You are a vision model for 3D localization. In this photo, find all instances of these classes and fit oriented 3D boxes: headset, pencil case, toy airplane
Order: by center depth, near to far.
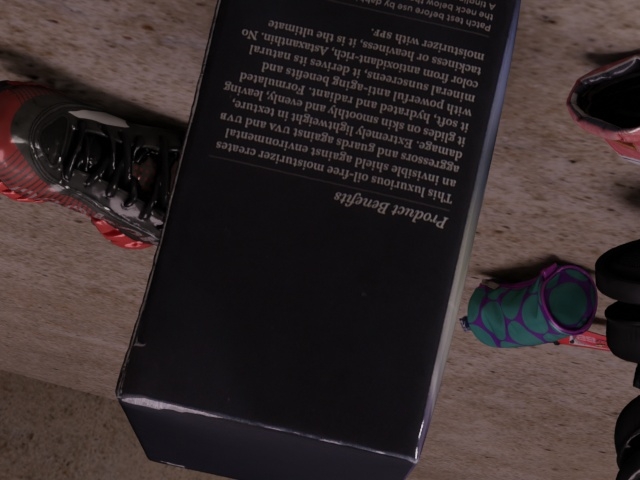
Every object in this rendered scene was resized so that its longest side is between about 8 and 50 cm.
[{"bbox_3d":[0.303,0.101,1.423,0.185,0.243,0.394,-6,169,8],"label":"headset"},{"bbox_3d":[0.190,0.060,1.757,0.070,0.064,0.152,60,155,-6],"label":"pencil case"},{"bbox_3d":[0.226,0.079,1.879,0.151,0.028,0.151,12,166,3],"label":"toy airplane"}]

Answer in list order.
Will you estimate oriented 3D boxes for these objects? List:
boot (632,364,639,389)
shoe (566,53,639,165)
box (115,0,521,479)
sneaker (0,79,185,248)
[{"bbox_3d":[0.396,0.126,1.745,0.207,0.094,0.246,16,174,7],"label":"boot"},{"bbox_3d":[0.238,-0.071,1.166,0.178,0.063,0.081,8,171,41],"label":"shoe"},{"bbox_3d":[0.000,0.000,1.203,0.183,0.294,0.296,14,167,2],"label":"box"},{"bbox_3d":[-0.170,-0.060,1.558,0.135,0.097,0.276,5,166,34],"label":"sneaker"}]
